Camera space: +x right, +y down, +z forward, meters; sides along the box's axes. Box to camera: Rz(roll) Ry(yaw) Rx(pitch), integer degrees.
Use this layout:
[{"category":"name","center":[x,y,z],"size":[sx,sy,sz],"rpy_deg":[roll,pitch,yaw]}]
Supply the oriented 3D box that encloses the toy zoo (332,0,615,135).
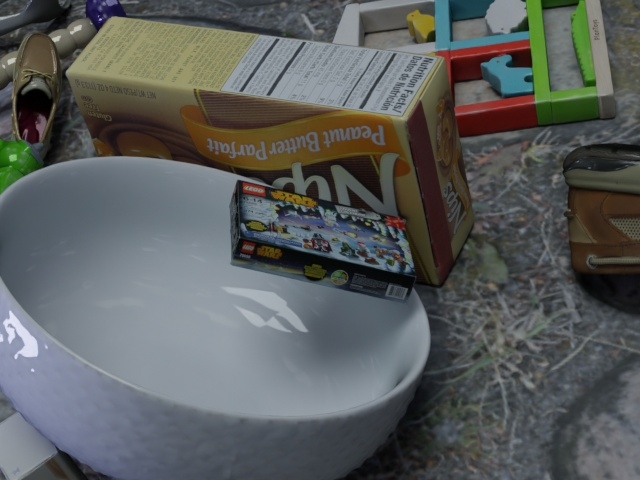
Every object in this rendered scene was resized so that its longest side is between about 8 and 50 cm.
[{"category":"toy zoo","center":[0.122,-0.169,1.452],"size":[0.293,0.030,0.192],"rpy_deg":[-7,44,9]}]

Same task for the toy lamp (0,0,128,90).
[{"category":"toy lamp","center":[-0.320,-0.164,1.543],"size":[0.274,0.080,0.080],"rpy_deg":[-29,45,-15]}]

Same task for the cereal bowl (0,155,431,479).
[{"category":"cereal bowl","center":[-0.095,0.079,1.137],"size":[0.338,0.141,0.339],"rpy_deg":[14,29,-8]}]

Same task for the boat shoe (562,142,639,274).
[{"category":"boat shoe","center":[0.334,0.001,1.160],"size":[0.324,0.120,0.122],"rpy_deg":[11,9,35]}]

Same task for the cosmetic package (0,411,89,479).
[{"category":"cosmetic package","center":[-0.194,0.179,1.122],"size":[0.041,0.115,0.060],"rpy_deg":[-35,47,-9]}]

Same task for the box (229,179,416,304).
[{"category":"box","center":[0.000,0.000,1.160],"size":[0.137,0.027,0.094],"rpy_deg":[13,27,-11]}]

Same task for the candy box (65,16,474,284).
[{"category":"candy box","center":[-0.041,-0.078,1.293],"size":[0.316,0.183,0.088],"rpy_deg":[10,49,25]}]

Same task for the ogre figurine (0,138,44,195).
[{"category":"ogre figurine","center":[-0.316,-0.030,1.397],"size":[0.118,0.097,0.197],"rpy_deg":[-12,25,30]}]

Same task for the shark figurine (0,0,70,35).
[{"category":"shark figurine","center":[-0.409,-0.260,1.642],"size":[0.278,0.116,0.166],"rpy_deg":[12,51,29]}]

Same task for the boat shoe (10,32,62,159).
[{"category":"boat shoe","center":[-0.273,-0.141,1.487],"size":[0.050,0.045,0.135],"rpy_deg":[4,74,-15]}]
